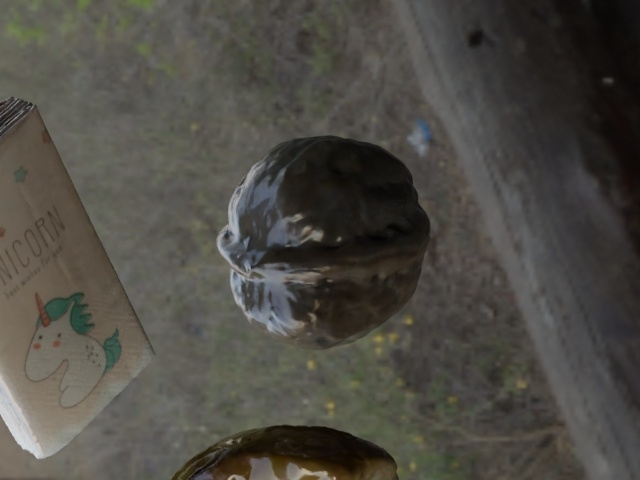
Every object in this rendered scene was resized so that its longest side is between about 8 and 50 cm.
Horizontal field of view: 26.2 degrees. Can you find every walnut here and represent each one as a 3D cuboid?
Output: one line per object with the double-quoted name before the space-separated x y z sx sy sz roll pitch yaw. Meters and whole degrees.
"walnut" 0.000 0.000 1.371 0.224 0.224 0.224 -15 73 62

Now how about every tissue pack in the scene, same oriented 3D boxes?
"tissue pack" -0.280 0.042 1.308 0.071 0.170 0.325 18 141 38

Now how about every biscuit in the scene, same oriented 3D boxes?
"biscuit" -0.045 0.270 1.093 0.091 0.213 0.274 -50 -29 -69
